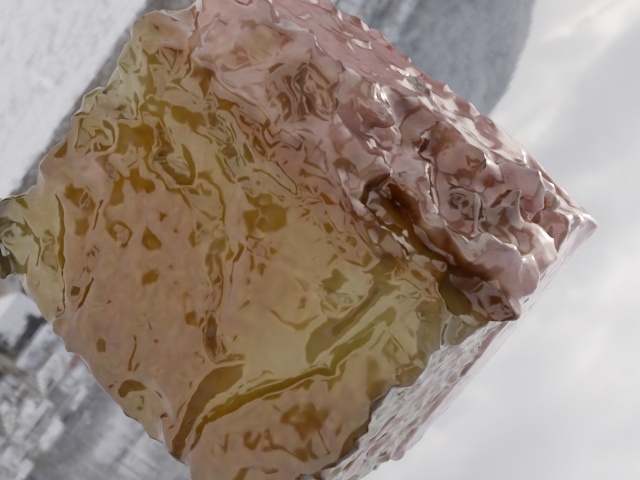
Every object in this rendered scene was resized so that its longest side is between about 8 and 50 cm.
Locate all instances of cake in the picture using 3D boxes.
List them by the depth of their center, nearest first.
[{"bbox_3d":[0.000,0.000,0.757,0.293,0.314,0.306,-50,159,20],"label":"cake"}]
